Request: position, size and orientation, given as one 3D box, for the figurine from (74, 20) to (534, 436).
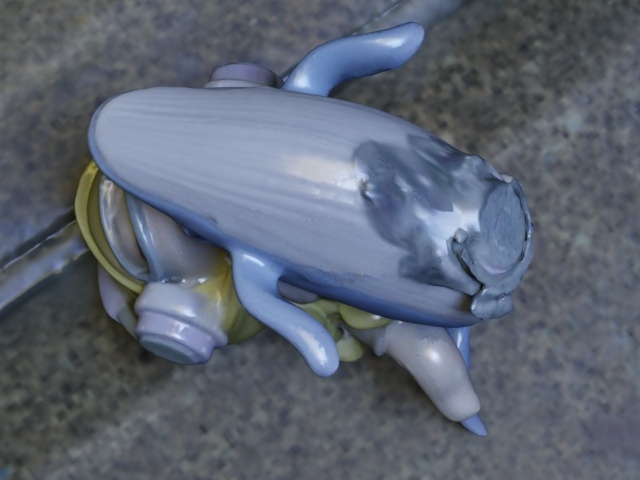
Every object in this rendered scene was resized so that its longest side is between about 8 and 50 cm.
[{"bbox_3d":[0.000,0.000,0.508,0.208,0.184,0.128,31,68,-37],"label":"figurine"}]
